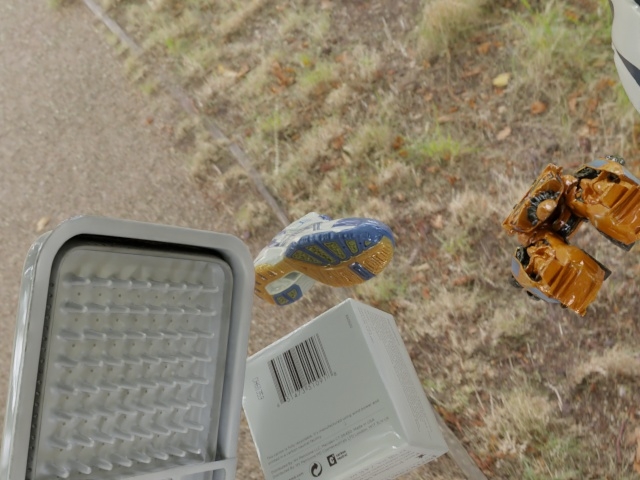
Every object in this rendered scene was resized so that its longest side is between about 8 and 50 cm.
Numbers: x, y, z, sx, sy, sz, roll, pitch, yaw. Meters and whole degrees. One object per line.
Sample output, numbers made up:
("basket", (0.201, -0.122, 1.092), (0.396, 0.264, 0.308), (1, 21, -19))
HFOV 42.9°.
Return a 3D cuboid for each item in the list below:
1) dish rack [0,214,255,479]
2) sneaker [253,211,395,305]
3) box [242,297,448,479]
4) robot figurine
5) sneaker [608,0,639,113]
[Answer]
("dish rack", (-0.189, 0.148, 0.796), (0.072, 0.285, 0.333), (6, 88, 36))
("sneaker", (0.000, 0.000, 1.206), (0.296, 0.112, 0.131), (-18, 36, 46))
("box", (0.020, 0.194, 0.943), (0.181, 0.119, 0.182), (-33, 61, 19))
("robot figurine", (0.296, -0.020, 0.971), (0.085, 0.291, 0.211), (35, 100, -6))
("sneaker", (0.167, -0.167, 0.370), (0.094, 0.153, 0.235), (-21, 91, -9))
